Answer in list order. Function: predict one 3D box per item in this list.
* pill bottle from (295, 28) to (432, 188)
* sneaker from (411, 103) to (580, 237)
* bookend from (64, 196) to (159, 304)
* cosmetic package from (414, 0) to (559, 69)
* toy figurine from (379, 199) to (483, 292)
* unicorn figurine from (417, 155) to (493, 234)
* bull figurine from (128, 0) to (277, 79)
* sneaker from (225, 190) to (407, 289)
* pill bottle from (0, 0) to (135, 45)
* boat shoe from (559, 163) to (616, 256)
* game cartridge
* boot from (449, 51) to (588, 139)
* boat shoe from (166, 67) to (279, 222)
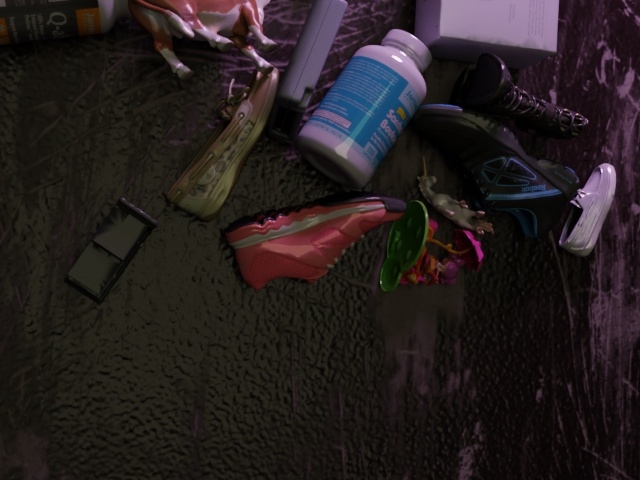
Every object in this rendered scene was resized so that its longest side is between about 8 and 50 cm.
[{"bbox_3d":[0.084,-0.230,1.508,0.146,0.146,0.264,36,81,-11],"label":"pill bottle"},{"bbox_3d":[0.301,-0.127,1.574,0.341,0.125,0.139,28,86,-10],"label":"sneaker"},{"bbox_3d":[-0.331,0.019,1.387,0.072,0.157,0.156,35,79,-10],"label":"bookend"},{"bbox_3d":[0.297,-0.441,1.574,0.225,0.138,0.224,5,87,-13],"label":"cosmetic package"},{"bbox_3d":[0.209,0.031,1.561,0.159,0.130,0.173,16,106,-23],"label":"toy figurine"},{"bbox_3d":[0.233,-0.063,1.573,0.060,0.111,0.162,-44,117,-7],"label":"unicorn figurine"},{"bbox_3d":[-0.162,-0.356,1.397,0.310,0.101,0.188,-19,68,-44],"label":"bull figurine"},{"bbox_3d":[0.000,0.000,1.513,0.314,0.116,0.136,-13,102,-8],"label":"sneaker"},{"bbox_3d":[-0.411,-0.398,1.378,0.278,0.162,0.162,-10,91,-14],"label":"pill bottle"},{"bbox_3d":[0.498,-0.063,1.657,0.063,0.066,0.184,20,93,-14],"label":"boat shoe"},{"bbox_3d":[-0.022,-0.275,1.406,0.062,0.297,0.198,18,82,-4],"label":"game cartridge"},{"bbox_3d":[0.360,-0.238,1.531,0.229,0.263,0.091,19,94,-6],"label":"boot"},{"bbox_3d":[-0.156,-0.173,1.466,0.089,0.104,0.285,27,82,-15],"label":"boat shoe"}]
